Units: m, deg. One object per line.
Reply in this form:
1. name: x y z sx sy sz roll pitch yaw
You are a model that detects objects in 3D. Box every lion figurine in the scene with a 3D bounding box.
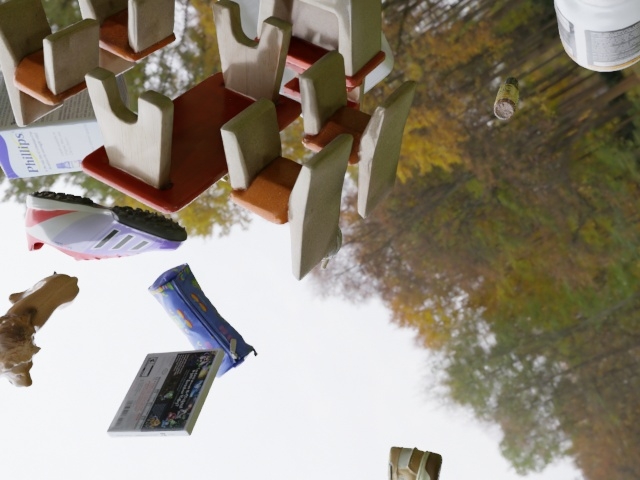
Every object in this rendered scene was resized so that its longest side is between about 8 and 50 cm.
1. lion figurine: -0.641 0.166 1.672 0.142 0.240 0.392 45 -140 -22

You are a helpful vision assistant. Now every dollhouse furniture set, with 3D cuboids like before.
1. dollhouse furniture set: -0.055 -0.104 0.553 0.262 0.135 0.259 27 -132 21

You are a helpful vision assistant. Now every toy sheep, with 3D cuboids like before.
1. toy sheep: 0.000 0.000 1.388 0.091 0.091 0.132 43 -167 -31

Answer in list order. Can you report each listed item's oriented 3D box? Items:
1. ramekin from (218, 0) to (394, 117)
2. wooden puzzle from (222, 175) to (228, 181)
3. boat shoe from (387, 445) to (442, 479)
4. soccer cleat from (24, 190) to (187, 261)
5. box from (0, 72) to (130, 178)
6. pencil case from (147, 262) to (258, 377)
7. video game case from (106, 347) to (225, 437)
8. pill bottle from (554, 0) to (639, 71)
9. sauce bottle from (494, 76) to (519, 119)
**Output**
1. ramekin: -0.015 -0.310 1.053 0.277 0.135 0.277 49 -160 -25
2. wooden puzzle: -0.177 -0.108 0.952 0.116 0.014 0.078 25 168 23
3. boat shoe: 0.088 0.322 0.857 0.068 0.072 0.189 -13 -66 -72
4. soccer cleat: -0.390 -0.009 1.356 0.109 0.319 0.116 -17 -62 -75
5. box: -0.298 -0.145 0.868 0.072 0.137 0.126 86 176 -47
6. pencil case: -0.291 0.198 1.844 0.119 0.133 0.306 -40 -83 -23
7. video game case: -0.281 0.279 1.379 0.190 0.173 0.022 -70 -35 -47
8. pill bottle: 0.441 -0.376 1.145 0.162 0.162 0.278 66 -164 16
9. sauce bottle: 0.355 -0.273 1.420 0.042 0.042 0.128 51 -146 -18
